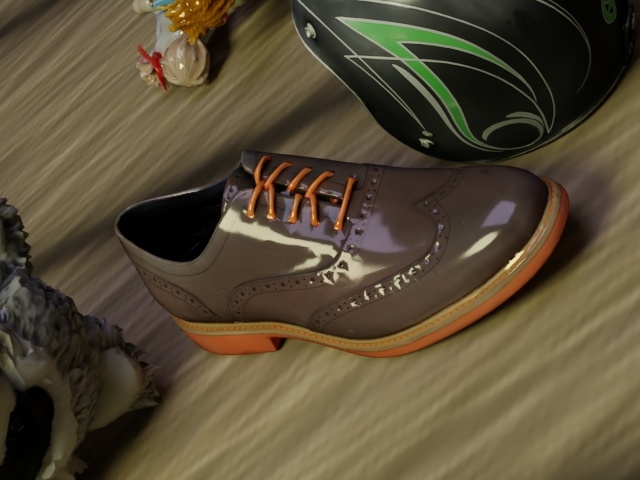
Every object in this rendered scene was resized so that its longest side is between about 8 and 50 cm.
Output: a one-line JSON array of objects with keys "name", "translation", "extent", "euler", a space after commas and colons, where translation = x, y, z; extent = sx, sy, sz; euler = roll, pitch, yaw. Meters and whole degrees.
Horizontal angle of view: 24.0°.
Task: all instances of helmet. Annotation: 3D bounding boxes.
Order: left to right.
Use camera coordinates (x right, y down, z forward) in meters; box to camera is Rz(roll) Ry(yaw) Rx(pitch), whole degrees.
[{"name": "helmet", "translation": [0.072, -0.137, 0.800], "extent": [0.169, 0.161, 0.169], "euler": [-28, 37, 24]}]

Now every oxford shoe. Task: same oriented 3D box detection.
[{"name": "oxford shoe", "translation": [0.000, 0.000, 0.787], "extent": [0.271, 0.098, 0.097], "euler": [-13, 45, 38]}]

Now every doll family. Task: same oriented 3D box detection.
[{"name": "doll family", "translation": [-0.054, -0.210, 1.048], "extent": [0.263, 0.118, 0.163], "euler": [-29, 37, 22]}]

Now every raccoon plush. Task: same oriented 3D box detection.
[{"name": "raccoon plush", "translation": [-0.306, 0.113, 0.918], "extent": [0.446, 0.216, 0.299], "euler": [11, 54, 51]}]
